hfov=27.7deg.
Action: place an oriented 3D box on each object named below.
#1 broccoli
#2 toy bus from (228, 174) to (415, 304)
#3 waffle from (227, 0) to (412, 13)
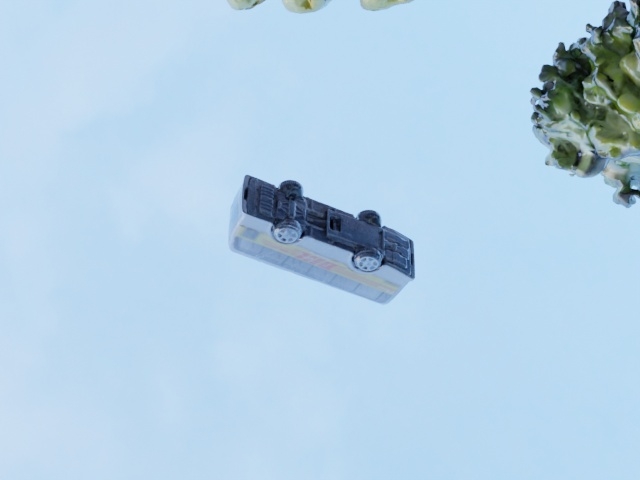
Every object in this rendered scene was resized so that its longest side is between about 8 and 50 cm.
[{"bbox_3d":[0.398,-0.158,1.344,0.334,0.324,0.272,6,-156,-42],"label":"broccoli"},{"bbox_3d":[0.000,0.000,1.270,0.190,0.075,0.064,19,-134,-18],"label":"toy bus"},{"bbox_3d":[0.028,-0.263,0.875,0.250,0.056,0.261,-3,-113,8],"label":"waffle"}]
